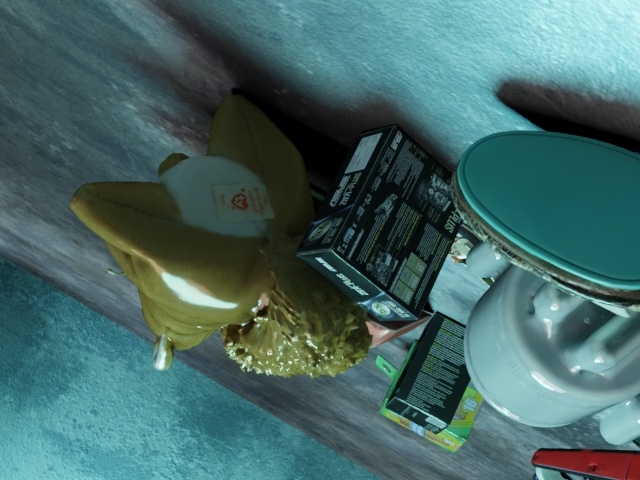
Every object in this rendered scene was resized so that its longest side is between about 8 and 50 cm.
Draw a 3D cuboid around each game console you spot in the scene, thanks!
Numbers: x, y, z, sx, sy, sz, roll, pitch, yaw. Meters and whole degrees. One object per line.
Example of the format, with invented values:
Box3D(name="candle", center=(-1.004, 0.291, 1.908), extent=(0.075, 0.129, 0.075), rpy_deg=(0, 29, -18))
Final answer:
Box3D(name="game console", center=(0.565, 0.377, 1.556), extent=(0.386, 0.060, 0.342), rpy_deg=(15, 165, -16))

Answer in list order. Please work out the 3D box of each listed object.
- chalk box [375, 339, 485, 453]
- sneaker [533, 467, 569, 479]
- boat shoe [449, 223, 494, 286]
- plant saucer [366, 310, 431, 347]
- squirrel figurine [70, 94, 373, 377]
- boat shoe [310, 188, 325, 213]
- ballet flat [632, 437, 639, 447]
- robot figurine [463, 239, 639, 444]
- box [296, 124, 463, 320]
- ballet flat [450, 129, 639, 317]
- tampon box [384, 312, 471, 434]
Box3D(name="chalk box", center=(0.193, 0.281, 1.909), extent=(0.213, 0.132, 0.132), rpy_deg=(26, 161, 9))
Box3D(name="sneaker", center=(0.485, 0.519, 2.217), extent=(0.084, 0.058, 0.152), rpy_deg=(-4, 150, 45))
Box3D(name="boat shoe", center=(0.193, 0.015, 1.353), extent=(0.137, 0.043, 0.049), rpy_deg=(34, 163, -10))
Box3D(name="plant saucer", center=(0.027, 0.098, 1.629), extent=(0.259, 0.047, 0.258), rpy_deg=(23, -172, 17))
Box3D(name="squirrel figurine", center=(-0.123, 0.070, 1.370), extent=(0.397, 0.281, 0.370), rpy_deg=(39, 145, 7))
Box3D(name="boat shoe", center=(0.000, 0.000, 1.486), extent=(0.302, 0.113, 0.103), rpy_deg=(29, 167, 2))
Box3D(name="ballet flat", center=(0.552, 0.287, 1.490), extent=(0.087, 0.083, 0.247), rpy_deg=(22, 168, -25))
Box3D(name="robot figurine", center=(0.286, 0.111, 1.220), extent=(0.300, 0.200, 0.353), rpy_deg=(55, 165, 13))
Box3D(name="box", center=(0.079, -0.019, 1.212), extent=(0.147, 0.180, 0.077), rpy_deg=(38, 156, -25))
Box3D(name="ballet flat", center=(0.353, 0.019, 0.949), extent=(0.483, 0.164, 0.182), rpy_deg=(13, 155, 33))
Box3D(name="tampon box", center=(0.194, 0.224, 1.712), extent=(0.101, 0.161, 0.120), rpy_deg=(27, 163, 4))
